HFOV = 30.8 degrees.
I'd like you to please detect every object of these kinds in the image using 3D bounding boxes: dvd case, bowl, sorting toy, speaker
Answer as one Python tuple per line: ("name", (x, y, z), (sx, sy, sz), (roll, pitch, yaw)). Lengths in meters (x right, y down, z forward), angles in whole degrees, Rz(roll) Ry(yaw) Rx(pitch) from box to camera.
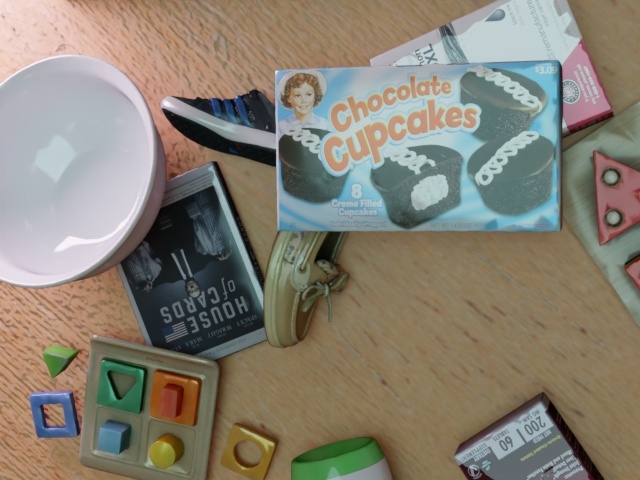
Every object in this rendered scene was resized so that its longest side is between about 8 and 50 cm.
("dvd case", (-0.170, 0.041, 1.504), (0.179, 0.029, 0.239), (-23, 87, 15))
("bowl", (-0.306, -0.071, 1.459), (0.297, 0.134, 0.298), (-6, 72, 20))
("sorting toy", (-0.226, 0.230, 1.500), (0.347, 0.047, 0.196), (10, 106, 13))
("sorting toy", (0.421, -0.046, 1.324), (0.257, 0.089, 0.255), (-35, 84, 13))
("speaker", (0.053, 0.399, 1.417), (0.131, 0.131, 0.297), (-15, 89, 14))

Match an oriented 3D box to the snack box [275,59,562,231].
("snack box", (0.109, -0.103, 1.310), (0.321, 0.060, 0.187), (0, 93, 16))

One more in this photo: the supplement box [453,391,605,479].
("supplement box", (0.280, 0.318, 1.385), (0.130, 0.073, 0.239), (-36, 85, 12))

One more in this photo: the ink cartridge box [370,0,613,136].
("ink cartridge box", (0.200, -0.179, 1.365), (0.237, 0.100, 0.172), (-23, 87, 15))

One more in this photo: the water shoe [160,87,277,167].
("water shoe", (-0.102, -0.153, 1.469), (0.203, 0.073, 0.080), (21, 70, 14))

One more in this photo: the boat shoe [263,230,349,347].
("boat shoe", (0.000, 0.000, 1.422), (0.089, 0.104, 0.285), (15, 95, 15))
